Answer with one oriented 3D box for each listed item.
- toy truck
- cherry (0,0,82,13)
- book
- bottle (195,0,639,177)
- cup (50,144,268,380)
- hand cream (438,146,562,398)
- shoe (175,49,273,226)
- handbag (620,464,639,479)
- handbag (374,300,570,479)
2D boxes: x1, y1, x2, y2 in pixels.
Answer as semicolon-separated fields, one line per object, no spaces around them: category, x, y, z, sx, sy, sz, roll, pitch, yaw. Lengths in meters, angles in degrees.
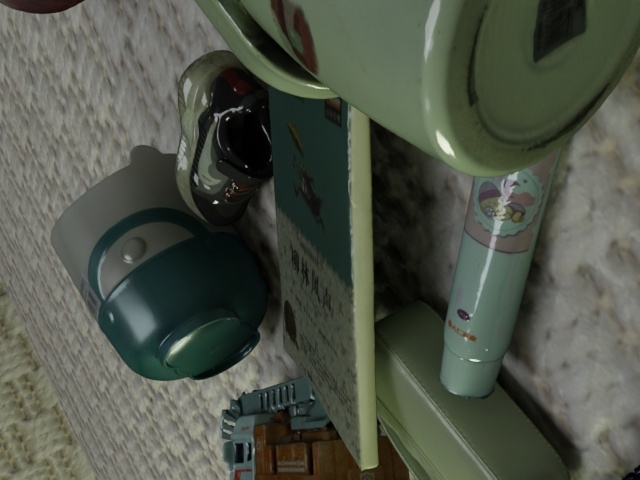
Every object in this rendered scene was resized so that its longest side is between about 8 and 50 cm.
toy truck;-0.023;0.260;1.145;0.338;0.133;0.184;-25;66;61
cherry;-0.391;-0.427;1.198;0.261;0.221;0.307;51;166;33
book;0.000;0.000;0.916;0.264;0.031;0.379;-133;37;-62
bottle;0.028;-0.198;0.620;0.352;0.229;0.229;35;139;37
cup;-0.195;0.050;1.230;0.257;0.219;0.289;55;180;21
hand cream;0.148;-0.020;0.729;0.085;0.058;0.331;43;133;47
shoe;-0.101;-0.102;1.060;0.112;0.099;0.227;31;135;37
handbag;0.273;0.295;0.678;0.260;0.113;0.162;49;154;17
handbag;0.127;0.200;0.905;0.256;0.079;0.219;51;155;28
